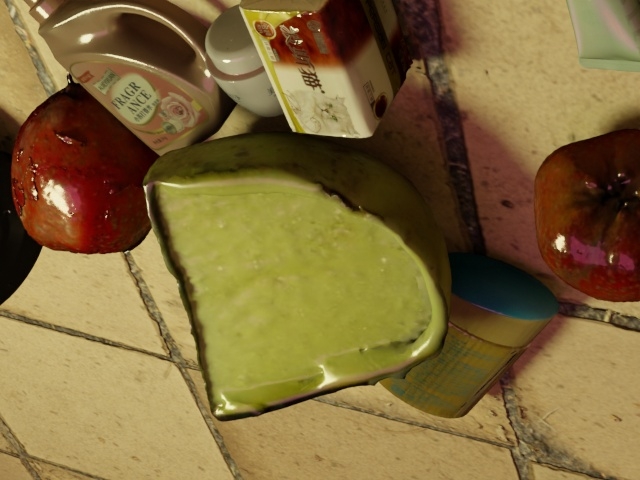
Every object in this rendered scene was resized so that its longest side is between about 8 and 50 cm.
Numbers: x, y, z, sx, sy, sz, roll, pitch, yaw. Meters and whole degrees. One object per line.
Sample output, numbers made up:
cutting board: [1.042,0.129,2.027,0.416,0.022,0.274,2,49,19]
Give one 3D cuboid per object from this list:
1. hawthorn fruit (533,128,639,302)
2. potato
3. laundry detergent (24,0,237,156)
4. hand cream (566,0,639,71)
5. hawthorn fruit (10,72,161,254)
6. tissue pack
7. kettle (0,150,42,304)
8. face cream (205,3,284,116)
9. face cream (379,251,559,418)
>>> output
hawthorn fruit: [0.270,-0.008,1.316,0.163,0.162,0.203,18,164,17]
potato: [0.000,0.000,1.505,0.280,0.213,0.330,-3,129,15]
laundry detergent: [-0.186,-0.197,1.461,0.237,0.076,0.171,44,143,-18]
hand cream: [0.217,-0.205,1.156,0.078,0.050,0.205,7,145,32]
hawthorn fruit: [-0.260,-0.094,1.582,0.181,0.181,0.235,11,134,27]
tissue pack: [0.009,-0.180,1.297,0.099,0.106,0.148,8,142,29]
kettle: [-0.506,-0.057,1.795,0.271,0.207,0.251,23,155,25]
face cream: [-0.058,-0.169,1.381,0.091,0.091,0.095,7,149,31]
face cream: [0.150,0.105,1.619,0.139,0.067,0.285,29,149,0]
